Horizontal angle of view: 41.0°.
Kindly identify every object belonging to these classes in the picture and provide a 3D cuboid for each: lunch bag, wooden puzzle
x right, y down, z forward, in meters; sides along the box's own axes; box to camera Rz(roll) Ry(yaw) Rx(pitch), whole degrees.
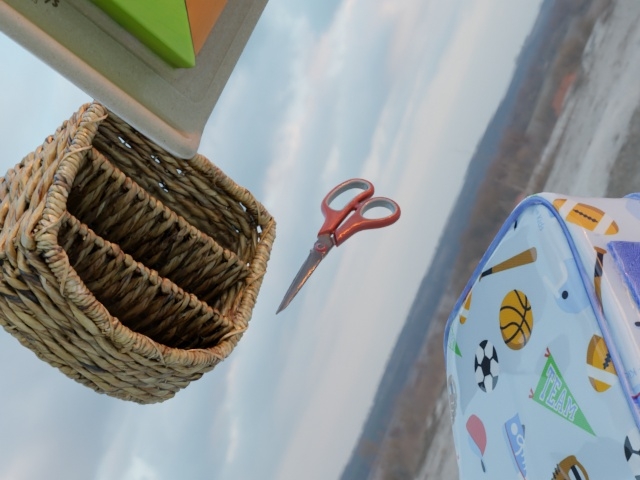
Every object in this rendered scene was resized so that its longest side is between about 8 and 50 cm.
[{"bbox_3d":[0.179,0.130,0.536,0.243,0.115,0.303,112,154,-49],"label":"lunch bag"},{"bbox_3d":[-0.083,-0.188,0.372,0.221,0.044,0.238,37,-112,-41],"label":"wooden puzzle"}]

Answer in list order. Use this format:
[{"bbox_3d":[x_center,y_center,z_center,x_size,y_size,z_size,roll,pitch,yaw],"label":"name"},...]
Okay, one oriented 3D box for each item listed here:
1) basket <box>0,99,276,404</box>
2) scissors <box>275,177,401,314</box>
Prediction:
[{"bbox_3d":[-0.199,0.024,0.939,0.223,0.299,0.213,-35,41,16],"label":"basket"},{"bbox_3d":[0.000,0.000,1.181,0.297,0.109,0.021,-39,-30,-37],"label":"scissors"}]
